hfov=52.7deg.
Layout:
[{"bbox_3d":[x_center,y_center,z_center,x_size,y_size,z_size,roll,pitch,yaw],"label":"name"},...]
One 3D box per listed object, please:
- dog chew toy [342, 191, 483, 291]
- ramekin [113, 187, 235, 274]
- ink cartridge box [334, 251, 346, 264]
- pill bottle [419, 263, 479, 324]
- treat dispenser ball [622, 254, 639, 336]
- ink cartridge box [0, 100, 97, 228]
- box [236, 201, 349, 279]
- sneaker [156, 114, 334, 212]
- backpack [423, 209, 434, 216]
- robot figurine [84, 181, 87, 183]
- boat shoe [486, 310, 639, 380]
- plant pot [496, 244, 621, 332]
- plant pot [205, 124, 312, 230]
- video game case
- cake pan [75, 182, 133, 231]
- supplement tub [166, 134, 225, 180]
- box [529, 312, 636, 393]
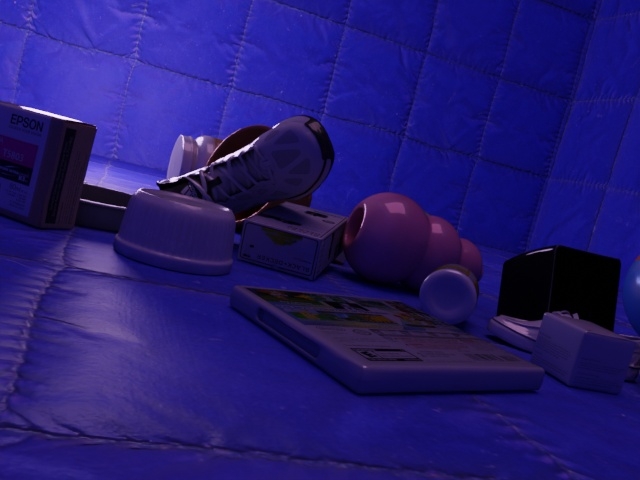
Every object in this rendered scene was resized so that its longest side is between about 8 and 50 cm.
[{"bbox_3d":[0.220,0.024,1.454,0.332,0.206,0.206,21,4,-16],"label":"dog chew toy"},{"bbox_3d":[-0.245,-0.020,1.125,0.207,0.109,0.207,14,7,-2],"label":"ramekin"},{"bbox_3d":[0.000,0.000,1.637,0.109,0.063,0.150,24,1,-22],"label":"ink cartridge box"},{"bbox_3d":[0.249,0.097,1.231,0.103,0.103,0.184,16,6,15],"label":"pill bottle"},{"bbox_3d":[0.846,0.129,1.469,0.288,0.288,0.288,14,6,-2],"label":"treat dispenser ball"},{"bbox_3d":[-0.536,-0.142,1.158,0.235,0.193,0.088,16,6,22],"label":"ink cartridge box"},{"bbox_3d":[-0.048,-0.007,1.396,0.169,0.087,0.290,15,14,12],"label":"box"},{"bbox_3d":[-0.182,-0.115,1.382,0.257,0.169,0.447,-30,7,-42],"label":"sneaker"},{"bbox_3d":[0.208,-0.006,1.725,0.225,0.191,0.253,25,-4,-7],"label":"backpack"},{"bbox_3d":[-0.591,-0.128,1.486,0.101,0.067,0.115,27,7,3],"label":"robot figurine"},{"bbox_3d":[0.428,0.164,1.130,0.258,0.084,0.095,16,7,11],"label":"boat shoe"},{"bbox_3d":[0.467,0.113,1.304,0.188,0.187,0.167,11,-5,-27],"label":"plant pot"},{"bbox_3d":[-0.157,-0.146,1.792,0.291,0.290,0.203,19,-8,36],"label":"plant pot"},{"bbox_3d":[0.086,0.132,0.881,0.329,0.036,0.300,9,9,-37],"label":"video game case"},{"bbox_3d":[-0.474,-0.074,1.337,0.293,0.054,0.293,14,6,-2],"label":"cake pan"},{"bbox_3d":[-0.305,-0.199,2.027,0.316,0.228,0.228,11,7,-25],"label":"supplement tub"},{"bbox_3d":[0.401,0.171,0.992,0.102,0.087,0.101,12,7,-18],"label":"box"}]
